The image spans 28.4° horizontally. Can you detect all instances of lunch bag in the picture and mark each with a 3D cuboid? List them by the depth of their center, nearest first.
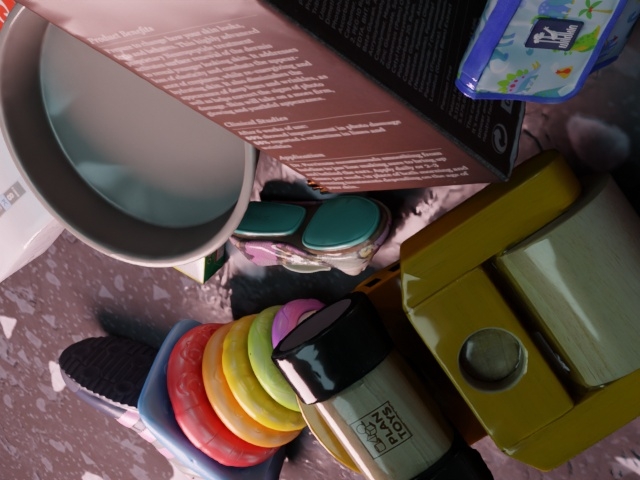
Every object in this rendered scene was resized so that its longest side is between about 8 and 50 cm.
[{"bbox_3d":[0.166,-0.170,0.877,0.096,0.151,0.129,46,140,23],"label":"lunch bag"}]

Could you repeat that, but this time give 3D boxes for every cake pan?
[{"bbox_3d":[-0.177,-0.116,1.190,0.293,0.054,0.293,14,121,24],"label":"cake pan"}]

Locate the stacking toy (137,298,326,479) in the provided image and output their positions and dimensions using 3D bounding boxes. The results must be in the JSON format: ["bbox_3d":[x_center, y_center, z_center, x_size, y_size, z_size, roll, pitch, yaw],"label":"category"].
[{"bbox_3d":[-0.030,0.123,1.302,0.175,0.166,0.302,42,130,-18],"label":"stacking toy"}]

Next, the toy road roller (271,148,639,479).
[{"bbox_3d":[0.129,0.073,1.071,0.329,0.240,0.202,-34,98,12],"label":"toy road roller"}]

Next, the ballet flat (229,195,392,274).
[{"bbox_3d":[0.000,0.000,1.231,0.221,0.077,0.079,1,140,45],"label":"ballet flat"}]

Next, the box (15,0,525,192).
[{"bbox_3d":[-0.028,-0.168,0.914,0.191,0.143,0.381,-1,160,41],"label":"box"}]

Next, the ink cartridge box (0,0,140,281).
[{"bbox_3d":[-0.372,-0.146,1.367,0.308,0.091,0.385,53,147,-1],"label":"ink cartridge box"}]

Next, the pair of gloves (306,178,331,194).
[{"bbox_3d":[0.000,-0.082,1.203,0.074,0.010,0.083,-13,110,47],"label":"pair of gloves"}]

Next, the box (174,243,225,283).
[{"bbox_3d":[-0.184,-0.037,1.371,0.179,0.043,0.105,27,136,19],"label":"box"}]

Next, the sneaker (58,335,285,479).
[{"bbox_3d":[-0.186,0.223,1.524,0.319,0.112,0.131,23,131,27],"label":"sneaker"}]
